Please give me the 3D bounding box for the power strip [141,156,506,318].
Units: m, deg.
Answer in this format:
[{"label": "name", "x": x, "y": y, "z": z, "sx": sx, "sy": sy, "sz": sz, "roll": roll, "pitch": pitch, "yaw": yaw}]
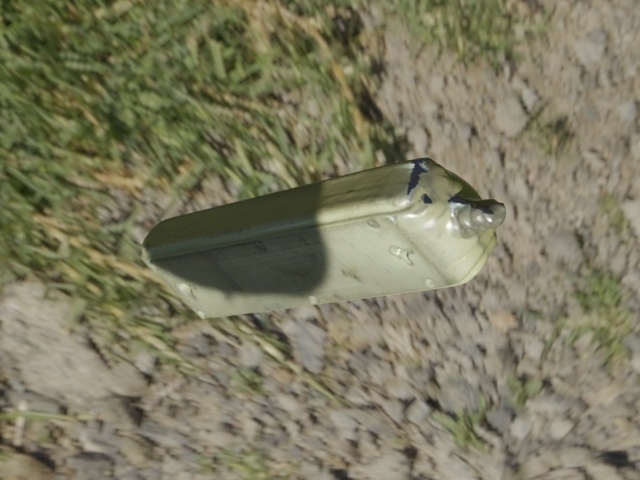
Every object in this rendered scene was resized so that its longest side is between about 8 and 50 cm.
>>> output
[{"label": "power strip", "x": 0.000, "y": 0.000, "z": 1.272, "sx": 0.092, "sy": 0.387, "sz": 0.066, "roll": 44, "pitch": 60, "yaw": -25}]
